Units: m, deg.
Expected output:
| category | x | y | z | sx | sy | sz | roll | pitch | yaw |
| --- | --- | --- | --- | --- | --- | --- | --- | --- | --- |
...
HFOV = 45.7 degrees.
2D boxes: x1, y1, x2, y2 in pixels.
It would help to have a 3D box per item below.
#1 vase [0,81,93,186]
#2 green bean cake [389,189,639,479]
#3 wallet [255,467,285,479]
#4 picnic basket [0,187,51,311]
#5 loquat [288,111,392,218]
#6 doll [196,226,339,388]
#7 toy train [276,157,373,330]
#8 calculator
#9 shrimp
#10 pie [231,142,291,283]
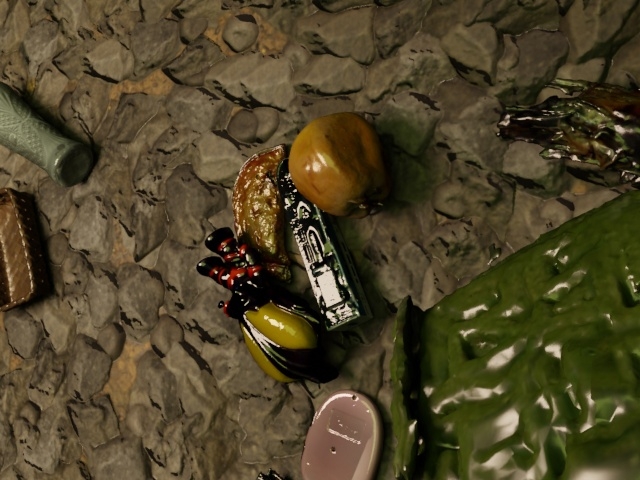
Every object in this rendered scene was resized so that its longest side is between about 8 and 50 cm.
| category | x | y | z | sx | sy | sz | roll | pitch | yaw |
| --- | --- | --- | --- | --- | --- | --- | --- | --- | --- |
| vase | -0.458 | -0.165 | 1.200 | 0.219 | 0.096 | 0.096 | 32 | 99 | 23 |
| green bean cake | 0.240 | 0.135 | 0.672 | 0.319 | 0.218 | 0.335 | -36 | 36 | 31 |
| wallet | 0.017 | 0.432 | 0.913 | 0.317 | 0.044 | 0.169 | 30 | 107 | 28 |
| picnic basket | -0.495 | 0.016 | 1.217 | 0.110 | 0.055 | 0.193 | -22 | 75 | 22 |
| loquat | 0.029 | -0.091 | 0.929 | 0.113 | 0.137 | 0.137 | -41 | 68 | 32 |
| doll | -0.073 | 0.096 | 0.982 | 0.088 | 0.127 | 0.249 | -35 | 69 | -17 |
| toy train | 0.000 | 0.000 | 0.974 | 0.052 | 0.051 | 0.234 | -28 | 70 | 21 |
| calculator | 0.025 | 0.268 | 0.947 | 0.103 | 0.024 | 0.166 | 16 | 93 | 27 |
| shrimp | 0.347 | -0.036 | 0.799 | 0.365 | 0.071 | 0.233 | 20 | 99 | 22 |
| pie | -0.084 | -0.034 | 1.031 | 0.088 | 0.033 | 0.191 | -8 | 81 | 30 |
